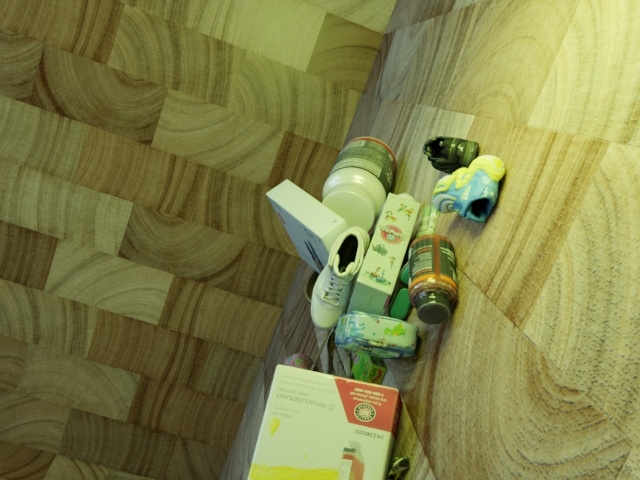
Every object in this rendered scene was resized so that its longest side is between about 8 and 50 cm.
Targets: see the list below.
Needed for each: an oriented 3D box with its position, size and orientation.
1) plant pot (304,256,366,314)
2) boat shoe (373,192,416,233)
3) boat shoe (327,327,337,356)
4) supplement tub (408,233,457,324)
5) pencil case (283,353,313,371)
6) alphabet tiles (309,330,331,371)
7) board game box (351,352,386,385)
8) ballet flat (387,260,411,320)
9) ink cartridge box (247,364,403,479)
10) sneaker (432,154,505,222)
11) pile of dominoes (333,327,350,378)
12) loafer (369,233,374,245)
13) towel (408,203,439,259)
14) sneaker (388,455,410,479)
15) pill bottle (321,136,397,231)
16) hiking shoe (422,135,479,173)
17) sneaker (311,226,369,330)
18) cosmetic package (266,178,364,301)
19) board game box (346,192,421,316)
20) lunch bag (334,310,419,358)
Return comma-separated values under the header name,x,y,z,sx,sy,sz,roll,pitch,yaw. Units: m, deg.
name,x,y,z,sx,sy,sz,roll,pitch,yaw
plant pot,0.076,0.161,2.051,0.237,0.237,0.109,-83,-26,-51
boat shoe,0.224,-0.090,1.907,0.267,0.096,0.088,103,-179,-67
boat shoe,0.074,0.317,2.079,0.072,0.068,0.190,-109,34,-49
supplement tub,0.243,0.085,1.398,0.198,0.106,0.106,-81,13,-47
pencil case,-0.080,0.526,2.379,0.284,0.124,0.124,-102,32,-71
alphabet tiles,0.031,0.310,2.223,0.342,0.011,0.285,-59,-7,-61
board game box,0.129,0.344,1.748,0.181,0.043,0.092,-110,39,-76
ballet flat,0.220,0.104,1.604,0.068,0.072,0.213,-79,11,-61
ink cartridge box,0.003,0.491,1.372,0.160,0.279,0.384,71,-149,-65
sneaker,0.308,-0.086,1.399,0.240,0.091,0.126,128,158,-62
pile of dominoes,0.077,0.395,1.935,0.251,0.040,0.196,-118,31,-72
loafer,0.180,0.020,2.046,0.050,0.056,0.148,-63,11,13
towel,0.271,-0.024,1.701,0.113,0.023,0.152,151,137,-75
sneaker,0.162,0.467,1.346,0.035,0.031,0.083,-81,14,-49
pill bottle,0.123,-0.175,2.111,0.363,0.210,0.210,-66,1,-52
hiking shoe,0.307,-0.226,1.604,0.227,0.114,0.086,178,111,-80
sneaker,0.038,0.101,1.651,0.169,0.108,0.292,-9,-61,-81
cosmetic package,0.000,0.000,1.965,0.097,0.284,0.377,-34,35,-13
board game box,0.162,0.061,1.705,0.224,0.097,0.303,103,-173,-55
lunch bag,0.134,0.231,1.543,0.219,0.176,0.090,137,145,-75
